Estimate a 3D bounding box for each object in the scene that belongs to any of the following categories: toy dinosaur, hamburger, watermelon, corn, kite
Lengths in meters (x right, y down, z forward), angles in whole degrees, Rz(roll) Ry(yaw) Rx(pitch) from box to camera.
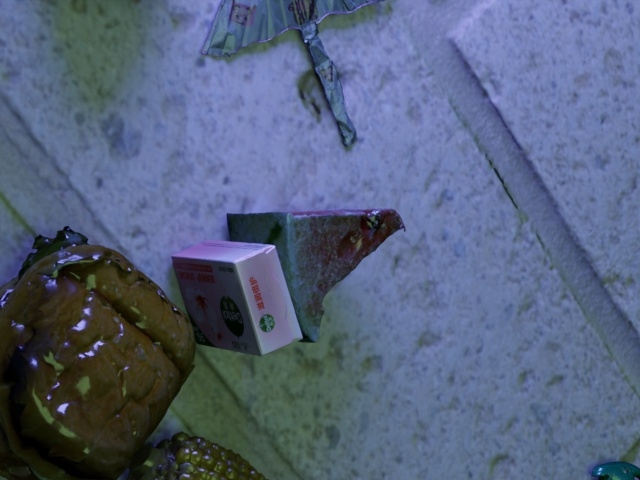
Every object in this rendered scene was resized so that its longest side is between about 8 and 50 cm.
[{"bbox_3d":[0.344,0.295,1.604,0.132,0.059,0.096,23,74,-23],"label":"toy dinosaur"},{"bbox_3d":[-0.196,0.108,1.206,0.183,0.130,0.206,46,66,-28],"label":"hamburger"},{"bbox_3d":[-0.016,-0.009,1.340,0.158,0.098,0.121,-48,130,-17],"label":"watermelon"},{"bbox_3d":[-0.047,0.275,1.330,0.320,0.097,0.097,42,70,-29],"label":"corn"},{"bbox_3d":[-0.014,-0.203,1.381,0.229,0.012,0.250,-26,105,-26],"label":"kite"}]

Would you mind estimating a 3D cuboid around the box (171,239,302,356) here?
[{"bbox_3d":[-0.074,0.048,1.282,0.043,0.125,0.089,-23,102,-29],"label":"box"}]
